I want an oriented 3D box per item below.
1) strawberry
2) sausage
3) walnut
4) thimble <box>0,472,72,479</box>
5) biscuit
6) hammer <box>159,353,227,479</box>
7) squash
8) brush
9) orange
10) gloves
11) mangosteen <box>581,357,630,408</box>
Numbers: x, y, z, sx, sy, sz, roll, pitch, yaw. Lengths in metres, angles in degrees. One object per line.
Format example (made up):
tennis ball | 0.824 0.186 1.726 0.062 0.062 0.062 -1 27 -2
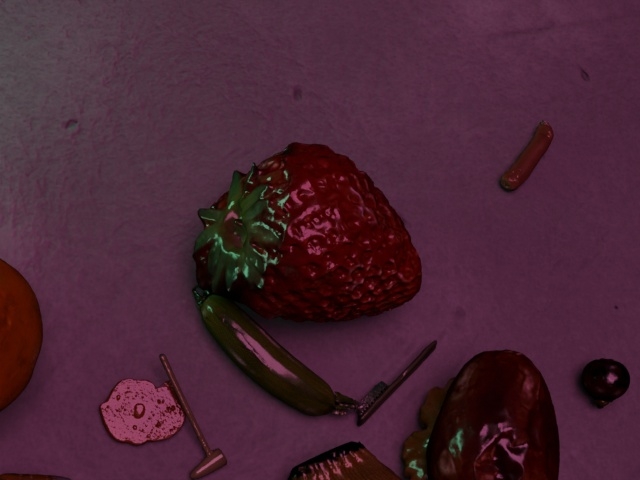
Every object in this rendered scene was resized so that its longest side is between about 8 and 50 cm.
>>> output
strawberry | -0.011 -0.009 1.808 0.310 0.292 0.291 -1 69 -43
sausage | 0.371 -0.149 2.080 0.158 0.036 0.042 -54 125 -24
walnut | 0.248 0.314 1.806 0.222 0.244 0.269 42 50 -41
thimble | -0.402 0.401 1.624 0.118 0.127 0.151 7 70 -14
biscuit | -0.268 0.258 1.770 0.130 0.019 0.102 -2 72 -16
hammer | -0.209 0.264 1.763 0.060 0.028 0.195 -26 90 -22
squash | -0.083 0.183 1.818 0.318 0.071 0.080 39 65 0
brush | 0.118 0.223 1.883 0.027 0.034 0.190 40 66 19
orange | -0.519 0.132 1.632 0.261 0.261 0.261 5 70 -14
gloves | 0.085 0.462 1.721 0.203 0.155 0.356 -20 62 -28
mangosteen | 0.476 0.235 1.950 0.081 0.081 0.081 5 70 -14
